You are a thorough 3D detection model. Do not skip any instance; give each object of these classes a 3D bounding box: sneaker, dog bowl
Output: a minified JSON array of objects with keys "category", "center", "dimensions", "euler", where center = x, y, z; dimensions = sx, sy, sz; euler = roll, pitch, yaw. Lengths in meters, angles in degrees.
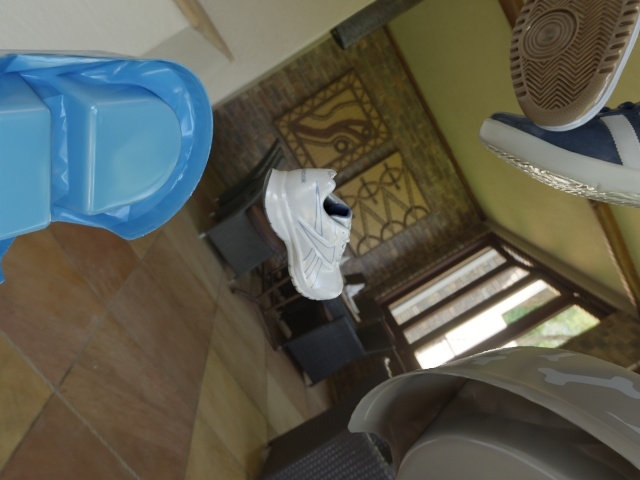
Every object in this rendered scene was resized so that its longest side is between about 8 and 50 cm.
[{"category":"sneaker","center":[0.000,0.000,0.891],"dimensions":[0.297,0.129,0.111],"euler":[69,19,-44]},{"category":"sneaker","center":[0.329,-0.100,0.476],"dimensions":[0.349,0.148,0.131],"euler":[22,9,31]},{"category":"dog bowl","center":[0.165,0.233,0.353],"dimensions":[0.348,0.102,0.349],"euler":[29,-51,44]},{"category":"sneaker","center":[0.260,-0.213,0.480],"dimensions":[0.099,0.283,0.153],"euler":[2,-14,42]},{"category":"dog bowl","center":[-0.215,-0.070,0.405],"dimensions":[0.074,0.166,0.297],"euler":[29,31,23]}]
